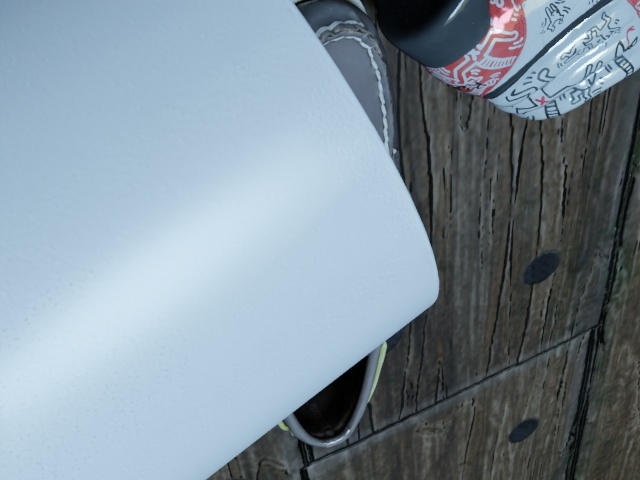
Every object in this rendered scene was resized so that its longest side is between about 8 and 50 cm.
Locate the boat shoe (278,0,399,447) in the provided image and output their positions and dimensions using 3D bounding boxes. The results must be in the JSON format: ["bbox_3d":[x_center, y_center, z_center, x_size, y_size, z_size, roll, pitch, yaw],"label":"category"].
[{"bbox_3d":[0.000,0.000,0.624,0.116,0.097,0.324,-15,136,-23],"label":"boat shoe"}]

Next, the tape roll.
[{"bbox_3d":[-0.090,-0.021,0.417,0.169,0.246,0.246,-36,140,-8],"label":"tape roll"}]

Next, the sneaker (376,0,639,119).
[{"bbox_3d":[0.162,-0.187,0.553,0.145,0.090,0.270,24,114,-41],"label":"sneaker"}]
